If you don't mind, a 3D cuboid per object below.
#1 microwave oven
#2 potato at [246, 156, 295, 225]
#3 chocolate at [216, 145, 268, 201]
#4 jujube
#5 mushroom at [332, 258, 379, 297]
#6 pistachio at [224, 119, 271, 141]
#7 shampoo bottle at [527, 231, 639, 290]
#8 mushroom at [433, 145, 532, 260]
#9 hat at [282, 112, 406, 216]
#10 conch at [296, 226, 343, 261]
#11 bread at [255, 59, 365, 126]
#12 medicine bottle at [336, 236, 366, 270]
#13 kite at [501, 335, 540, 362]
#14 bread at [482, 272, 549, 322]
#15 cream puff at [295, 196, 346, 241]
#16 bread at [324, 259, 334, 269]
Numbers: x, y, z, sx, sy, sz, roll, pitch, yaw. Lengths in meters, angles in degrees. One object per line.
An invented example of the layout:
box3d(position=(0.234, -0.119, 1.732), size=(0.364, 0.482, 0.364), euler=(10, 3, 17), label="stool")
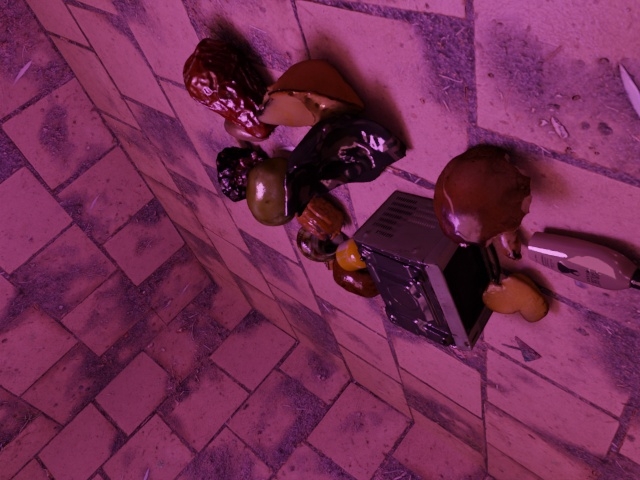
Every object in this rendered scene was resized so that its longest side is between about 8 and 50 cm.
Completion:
box3d(position=(0.318, 0.100, 1.628), size=(0.333, 0.247, 0.394), euler=(19, 148, 45), label="microwave oven")
box3d(position=(-0.169, -0.175, 2.025), size=(0.216, 0.216, 0.304), euler=(39, 151, 12), label="potato")
box3d(position=(-0.270, -0.263, 2.120), size=(0.177, 0.206, 0.224), euler=(-9, 147, 28), label="chocolate")
box3d(position=(-0.264, -0.459, 1.715), size=(0.342, 0.216, 0.216), euler=(37, 161, -17), label="jujube")
box3d(position=(0.143, 0.150, 2.176), size=(0.231, 0.138, 0.194), euler=(32, 156, 28), label="mushroom")
box3d(position=(-0.255, -0.397, 1.918), size=(0.186, 0.108, 0.126), euler=(28, 178, 19), label="pistachio")
box3d(position=(0.605, 0.050, 1.254), size=(0.257, 0.078, 0.127), euler=(21, 149, 42), label="shampoo bottle")
box3d(position=(0.379, -0.074, 1.330), size=(0.301, 0.208, 0.232), euler=(68, -169, -66), label="mushroom")
box3d(position=(0.023, -0.215, 1.550), size=(0.257, 0.366, 0.382), euler=(67, 171, -17), label="hat")
box3d(position=(0.001, 0.000, 2.173), size=(0.124, 0.188, 0.181), euler=(46, -152, -70), label="conch")
box3d(position=(-0.022, -0.384, 1.453), size=(0.262, 0.162, 0.204), euler=(5, 172, -24), label="bread")
box3d(position=(0.147, 0.039, 1.986), size=(0.122, 0.122, 0.212), euler=(46, 158, -7), label="medicine bottle")
box3d(position=(0.660, 0.359, 1.831), size=(0.153, 0.005, 0.137), euler=(16, 144, 50), label="kite")
box3d(position=(0.541, 0.158, 1.533), size=(0.188, 0.065, 0.149), euler=(39, 130, -18), label="bread")
box3d(position=(0.004, -0.084, 1.997), size=(0.189, 0.129, 0.189), euler=(35, 172, 5), label="cream puff")
box3d(position=(0.037, 0.078, 2.353), size=(0.072, 0.053, 0.106), euler=(58, 167, 35), label="bread")
